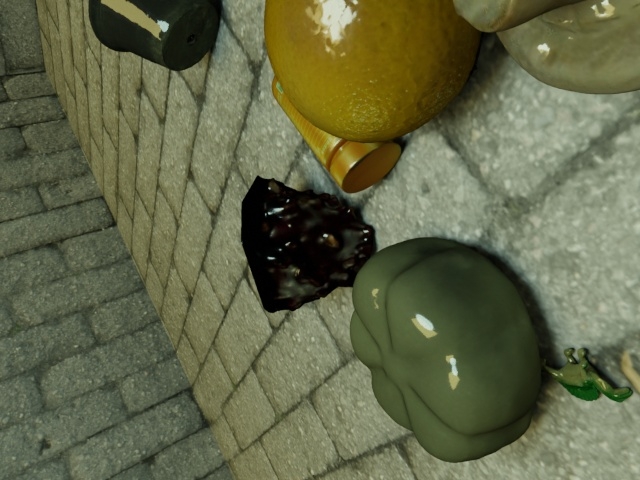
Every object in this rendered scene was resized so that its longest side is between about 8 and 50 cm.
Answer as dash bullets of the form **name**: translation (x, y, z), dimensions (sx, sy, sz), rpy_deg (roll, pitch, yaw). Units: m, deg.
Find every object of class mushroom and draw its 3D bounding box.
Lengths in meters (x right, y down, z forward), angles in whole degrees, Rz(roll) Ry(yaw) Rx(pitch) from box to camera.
- **mushroom**: translation (0.174, -0.192, 0.323), dimensions (0.207, 0.215, 0.207), rpy_deg (47, 152, 35)

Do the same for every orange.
- **orange**: translation (0.052, -0.210, 0.493), dimensions (0.236, 0.236, 0.236), rpy_deg (34, 133, 44)

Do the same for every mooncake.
- **mooncake**: translation (0.137, 0.133, 0.624), dimensions (0.275, 0.135, 0.275), rpy_deg (47, 147, 44)

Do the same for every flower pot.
- **flower pot**: translation (-0.291, -0.419, 0.944), dimensions (0.148, 0.235, 0.235), rpy_deg (42, 143, 9)

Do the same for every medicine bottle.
- **medicine bottle**: translation (0.017, -0.165, 0.691), dimensions (0.192, 0.096, 0.096), rpy_deg (56, 146, 22)

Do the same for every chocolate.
- **chocolate**: translation (0.000, 0.000, 0.809), dimensions (0.177, 0.206, 0.224), rpy_deg (-5, 121, 13)

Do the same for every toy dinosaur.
- **toy dinosaur**: translation (0.270, 0.150, 0.549), dimensions (0.060, 0.029, 0.120), rpy_deg (59, 149, -4)
